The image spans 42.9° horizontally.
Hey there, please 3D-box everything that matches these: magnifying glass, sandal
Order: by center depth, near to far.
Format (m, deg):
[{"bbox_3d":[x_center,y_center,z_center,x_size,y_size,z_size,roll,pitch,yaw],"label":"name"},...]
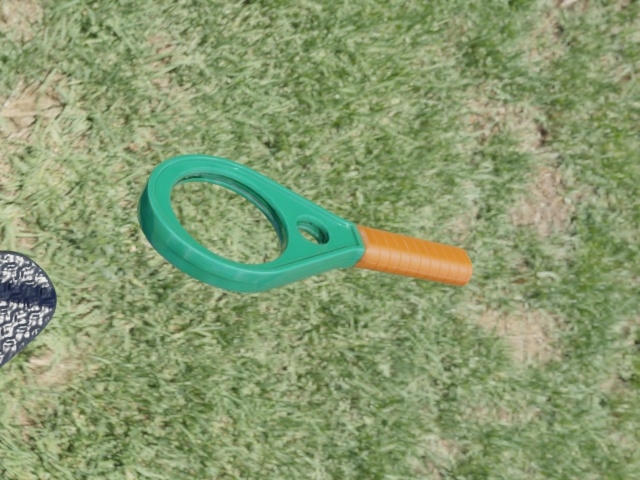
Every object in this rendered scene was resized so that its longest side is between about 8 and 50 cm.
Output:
[{"bbox_3d":[0.000,0.000,0.497,0.231,0.026,0.092,10,43,-31],"label":"magnifying glass"},{"bbox_3d":[-0.537,0.182,1.034,0.446,0.107,0.167,-39,108,-26],"label":"sandal"}]
